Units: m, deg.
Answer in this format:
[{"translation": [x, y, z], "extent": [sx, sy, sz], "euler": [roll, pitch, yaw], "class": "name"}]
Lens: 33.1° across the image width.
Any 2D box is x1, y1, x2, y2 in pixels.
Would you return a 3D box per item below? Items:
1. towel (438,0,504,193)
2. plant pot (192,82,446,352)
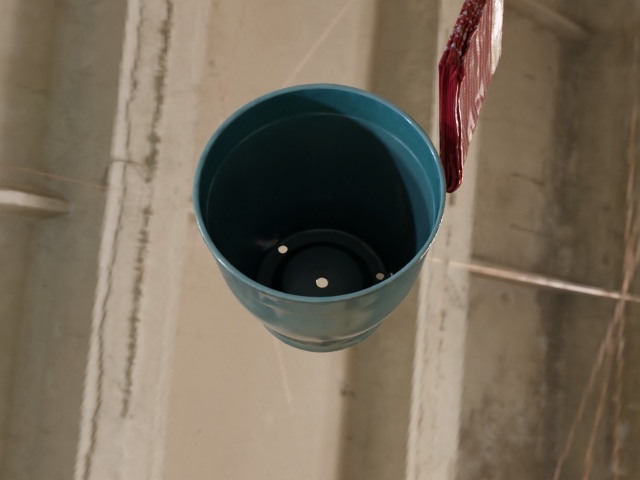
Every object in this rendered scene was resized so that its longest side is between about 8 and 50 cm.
[{"translation": [0.186, -0.213, 1.287], "extent": [0.199, 0.031, 0.275], "euler": [83, -157, -48], "class": "towel"}, {"translation": [0.000, 0.000, 1.262], "extent": [0.272, 0.271, 0.255], "euler": [-56, -15, -23], "class": "plant pot"}]
